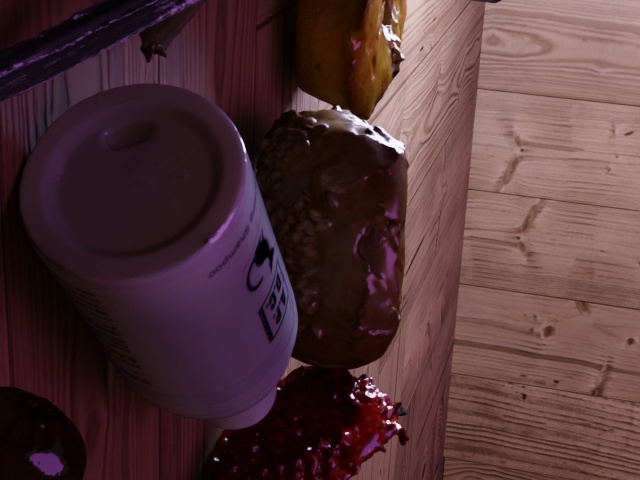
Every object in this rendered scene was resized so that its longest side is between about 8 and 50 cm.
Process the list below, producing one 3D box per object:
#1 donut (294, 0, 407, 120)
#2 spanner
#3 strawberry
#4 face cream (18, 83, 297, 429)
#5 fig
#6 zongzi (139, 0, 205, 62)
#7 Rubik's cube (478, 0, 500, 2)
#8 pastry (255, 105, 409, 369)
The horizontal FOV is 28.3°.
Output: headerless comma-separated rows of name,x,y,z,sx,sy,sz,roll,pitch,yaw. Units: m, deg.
donut,0.044,-0.253,1.337,0.253,0.118,0.253,9,90,-85
spanner,-0.092,-0.146,0.769,0.325,0.026,0.093,-36,165,-37
strawberry,-0.029,0.199,1.266,0.286,0.188,0.106,-35,101,-52
face cream,-0.088,0.050,0.916,0.369,0.145,0.145,72,29,-60
fig,-0.184,0.134,0.733,0.098,0.082,0.084,-55,166,13
zongzi,-0.066,-0.352,0.642,0.500,0.218,0.467,20,88,-75
Rubik's cube,0.064,-0.368,1.111,0.237,0.238,0.237,51,50,-70
pastry,0.000,0.000,1.233,0.311,0.162,0.255,85,4,-78
